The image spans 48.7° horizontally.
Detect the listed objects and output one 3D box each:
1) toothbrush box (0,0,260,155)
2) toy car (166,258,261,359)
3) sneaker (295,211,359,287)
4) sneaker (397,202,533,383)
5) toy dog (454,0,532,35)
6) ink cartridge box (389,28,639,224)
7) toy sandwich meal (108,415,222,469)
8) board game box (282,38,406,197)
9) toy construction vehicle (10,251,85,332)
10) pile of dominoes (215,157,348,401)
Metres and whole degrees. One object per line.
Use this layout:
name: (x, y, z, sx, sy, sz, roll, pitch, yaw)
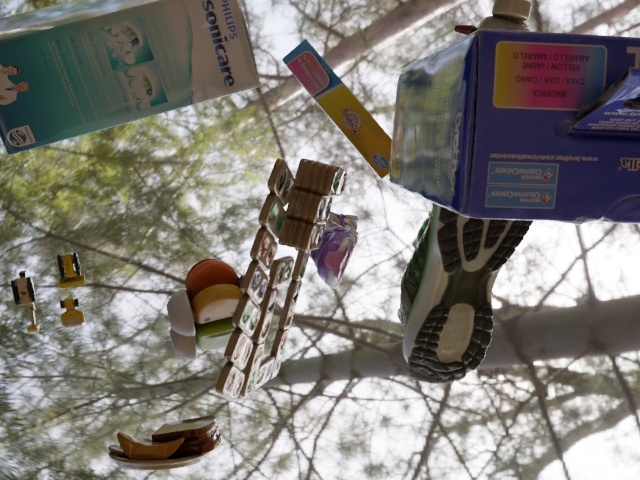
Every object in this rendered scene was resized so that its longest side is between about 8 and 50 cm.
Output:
toothbrush box: (-0.242, -0.230, 0.858, 0.296, 0.216, 0.126, -18, -62, -7)
toy car: (-0.175, 0.103, 1.164, 0.159, 0.182, 0.136, -13, -126, -16)
sneaker: (0.000, 0.000, 1.111, 0.105, 0.236, 0.095, 24, -77, -4)
sneaker: (0.185, 0.001, 1.059, 0.158, 0.182, 0.410, 7, -70, -24)
toy dog: (0.425, -0.461, 1.657, 0.334, 0.161, 0.220, 32, -99, -61)
ink cartridge box: (0.231, -0.099, 0.653, 0.270, 0.395, 0.151, 2, -80, -4)
toy sandwich meal: (-0.118, 0.152, 0.538, 0.086, 0.086, 0.029, 2, -95, -35)
board game box: (0.069, -0.240, 1.450, 0.064, 0.242, 0.316, -40, -102, 7)
toy construction vehicle: (-0.341, 0.065, 0.899, 0.086, 0.035, 0.098, -12, -73, -13)
pile of dominoes: (-0.030, 0.044, 0.708, 0.196, 0.040, 0.251, -13, -61, -76)
